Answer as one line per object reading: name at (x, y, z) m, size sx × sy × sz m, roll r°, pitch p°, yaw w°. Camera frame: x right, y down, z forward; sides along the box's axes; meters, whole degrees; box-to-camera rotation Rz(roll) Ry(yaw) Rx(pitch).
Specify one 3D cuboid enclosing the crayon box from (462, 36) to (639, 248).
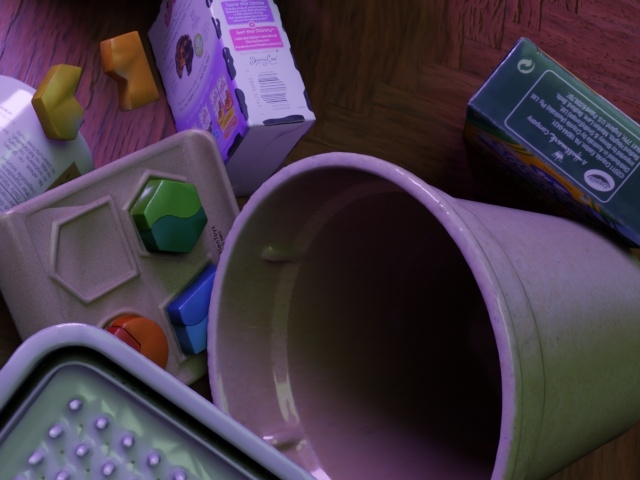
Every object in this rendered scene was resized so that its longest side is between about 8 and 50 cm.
crayon box at (0.247, -0.084, 1.029) m, size 0.203 × 0.323 × 0.083 m, roll 39°, pitch 95°, yaw 6°

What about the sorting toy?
sorting toy at (-0.162, -0.007, 0.856) m, size 0.229 × 0.041 × 0.307 m, roll -30°, pitch 111°, yaw -37°

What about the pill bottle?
pill bottle at (-0.307, -0.019, 0.843) m, size 0.131 × 0.131 × 0.229 m, roll 39°, pitch 60°, yaw -3°

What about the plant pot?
plant pot at (0.122, 0.093, 0.875) m, size 0.306 × 0.334 × 0.333 m, roll -4°, pitch 69°, yaw -43°

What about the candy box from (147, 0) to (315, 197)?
candy box at (-0.091, -0.160, 0.970) m, size 0.070 × 0.165 × 0.196 m, roll -11°, pitch 73°, yaw -27°

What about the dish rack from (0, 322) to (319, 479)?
dish rack at (-0.177, 0.257, 0.762) m, size 0.286 × 0.072 × 0.332 m, roll 36°, pitch 85°, yaw -4°
